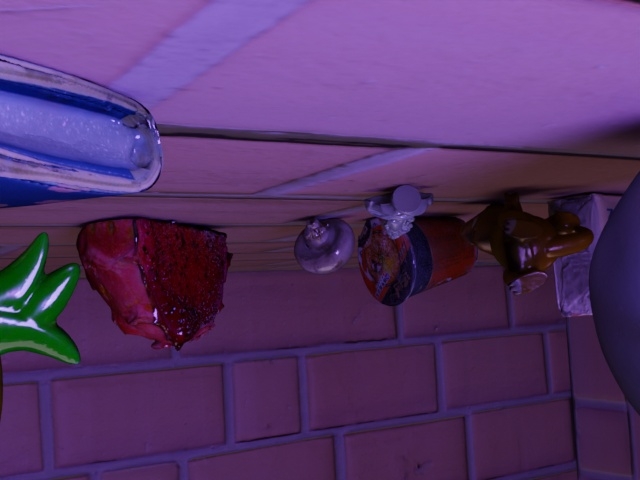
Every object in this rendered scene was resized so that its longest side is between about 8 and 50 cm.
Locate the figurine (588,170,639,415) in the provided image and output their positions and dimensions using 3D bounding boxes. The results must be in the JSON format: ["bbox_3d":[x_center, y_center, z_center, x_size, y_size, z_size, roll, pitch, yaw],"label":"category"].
[{"bbox_3d":[0.353,-0.016,0.526,0.381,0.205,0.224,-24,168,11],"label":"figurine"}]

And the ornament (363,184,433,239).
[{"bbox_3d":[0.081,-0.033,0.861,0.068,0.041,0.092,-11,164,21],"label":"ornament"}]

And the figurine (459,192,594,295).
[{"bbox_3d":[0.242,-0.009,0.983,0.122,0.121,0.176,-13,-165,-8],"label":"figurine"}]

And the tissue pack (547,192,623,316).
[{"bbox_3d":[0.381,0.018,1.045,0.196,0.148,0.092,-1,173,-31],"label":"tissue pack"}]

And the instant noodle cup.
[{"bbox_3d":[0.141,0.019,1.172,0.135,0.127,0.127,-10,-179,-33],"label":"instant noodle cup"}]

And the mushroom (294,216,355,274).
[{"bbox_3d":[0.000,0.000,1.110,0.085,0.085,0.079,-5,147,28],"label":"mushroom"}]

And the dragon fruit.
[{"bbox_3d":[-0.214,0.041,1.079,0.189,0.163,0.261,25,-173,20],"label":"dragon fruit"}]

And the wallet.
[{"bbox_3d":[-0.200,-0.038,0.409,0.202,0.059,0.141,-5,174,26],"label":"wallet"}]

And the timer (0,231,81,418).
[{"bbox_3d":[-0.297,0.071,0.585,0.285,0.285,0.285,-3,176,0],"label":"timer"}]
